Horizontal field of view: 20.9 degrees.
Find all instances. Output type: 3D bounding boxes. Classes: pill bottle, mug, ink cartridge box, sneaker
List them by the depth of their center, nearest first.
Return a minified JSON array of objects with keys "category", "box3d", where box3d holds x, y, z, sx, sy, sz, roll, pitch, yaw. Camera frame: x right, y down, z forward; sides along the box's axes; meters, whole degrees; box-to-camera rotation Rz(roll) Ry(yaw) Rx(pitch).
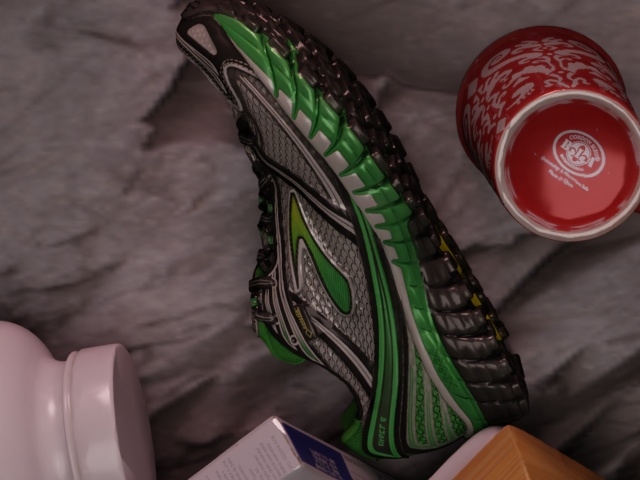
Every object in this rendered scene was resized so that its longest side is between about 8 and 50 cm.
[{"category":"mug","box3d":[0.163,-0.065,1.068,0.150,0.169,0.113,2,105,1]},{"category":"sneaker","box3d":[0.000,0.000,1.107,0.146,0.134,0.343,-28,104,9]},{"category":"pill bottle","box3d":[-0.277,0.155,1.129,0.323,0.181,0.181,-10,105,3]},{"category":"ink cartridge box","box3d":[-0.060,0.216,1.138,0.224,0.223,0.045,-36,60,11]}]

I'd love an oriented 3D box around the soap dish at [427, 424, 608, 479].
[{"category":"soap dish","box3d":[0.110,0.281,1.152,0.229,0.118,0.291,33,106,-34]}]
